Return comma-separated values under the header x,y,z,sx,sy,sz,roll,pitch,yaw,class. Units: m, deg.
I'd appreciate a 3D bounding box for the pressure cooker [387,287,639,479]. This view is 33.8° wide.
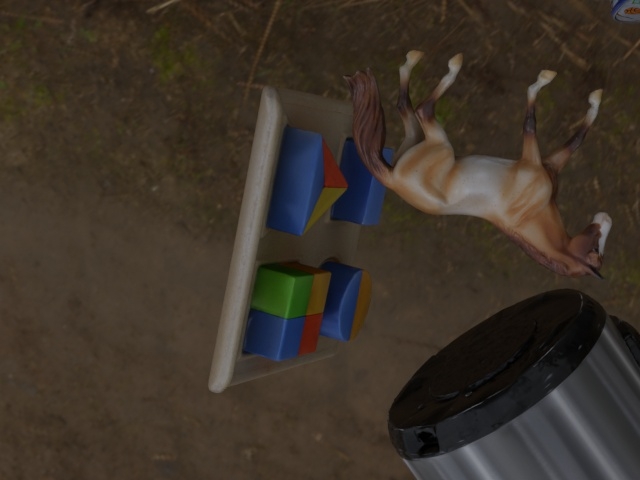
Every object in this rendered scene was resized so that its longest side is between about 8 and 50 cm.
x,y,z,sx,sy,sz,roll,pitch,yaw,class
0.346,0.326,1.522,0.376,0.370,0.420,-30,98,43,pressure cooker

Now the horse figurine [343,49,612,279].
x,y,z,sx,sy,sz,roll,pitch,yaw,class
0.140,-0.075,0.946,0.263,0.066,0.174,13,89,3,horse figurine

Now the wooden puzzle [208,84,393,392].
x,y,z,sx,sy,sz,roll,pitch,yaw,class
0.000,0.000,1.202,0.081,0.348,0.322,13,97,20,wooden puzzle

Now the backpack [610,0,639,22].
x,y,z,sx,sy,sz,roll,pitch,yaw,class
0.530,-0.461,1.673,0.264,0.213,0.276,1,165,-6,backpack
